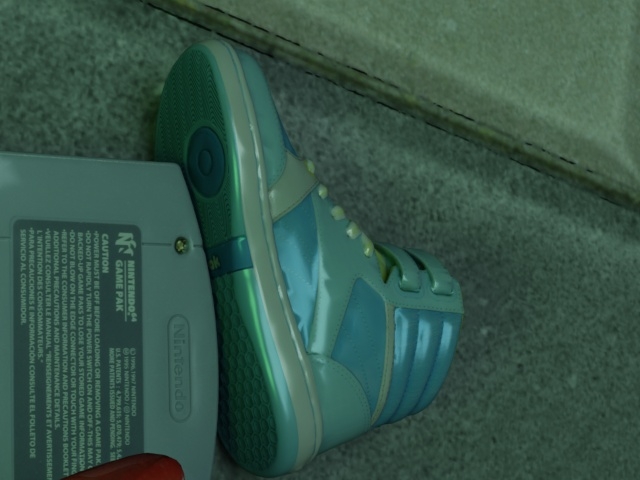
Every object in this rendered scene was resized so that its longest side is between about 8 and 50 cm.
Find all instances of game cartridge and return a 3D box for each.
[{"bbox_3d":[-0.165,0.090,1.305,0.198,0.062,0.297,4,82,-37],"label":"game cartridge"}]

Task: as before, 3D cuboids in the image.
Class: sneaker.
[{"bbox_3d":[0.000,0.000,1.414,0.208,0.127,0.319,-12,94,-33],"label":"sneaker"}]

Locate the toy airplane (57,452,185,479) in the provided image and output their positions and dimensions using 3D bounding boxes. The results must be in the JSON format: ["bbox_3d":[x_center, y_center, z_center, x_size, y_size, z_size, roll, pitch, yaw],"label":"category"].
[{"bbox_3d":[-0.179,0.320,1.124,0.384,0.272,0.386,-49,149,-13],"label":"toy airplane"}]
